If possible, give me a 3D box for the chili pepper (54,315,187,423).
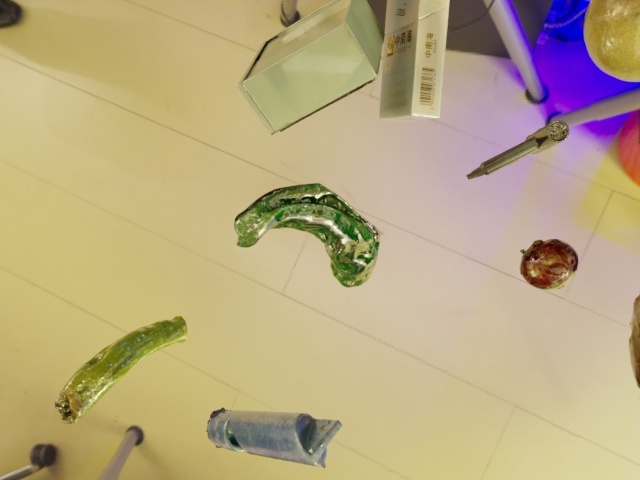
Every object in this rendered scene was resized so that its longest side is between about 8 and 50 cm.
[{"bbox_3d":[-0.248,0.150,0.785,0.052,0.201,0.050,43,130,10],"label":"chili pepper"}]

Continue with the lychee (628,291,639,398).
[{"bbox_3d":[0.436,0.090,0.571,0.267,0.267,0.268,0,88,12],"label":"lychee"}]

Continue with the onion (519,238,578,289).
[{"bbox_3d":[0.469,0.045,1.264,0.118,0.119,0.117,39,52,11],"label":"onion"}]

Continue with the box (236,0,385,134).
[{"bbox_3d":[-0.007,-0.329,1.136,0.224,0.225,0.117,-23,120,25],"label":"box"}]

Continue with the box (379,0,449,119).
[{"bbox_3d":[0.180,-0.360,1.208,0.067,0.155,0.243,1,96,-21],"label":"box"}]

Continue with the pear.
[{"bbox_3d":[0.610,-0.404,1.167,0.228,0.211,0.188,-41,42,-3],"label":"pear"}]

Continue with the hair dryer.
[{"bbox_3d":[0.399,-0.178,1.279,0.194,0.173,0.050,-27,87,2],"label":"hair dryer"}]

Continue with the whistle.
[{"bbox_3d":[-0.071,0.255,0.818,0.062,0.304,0.062,8,74,-29],"label":"whistle"}]

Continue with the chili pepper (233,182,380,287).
[{"bbox_3d":[0.003,-0.004,0.546,0.073,0.182,0.050,-36,55,21],"label":"chili pepper"}]
